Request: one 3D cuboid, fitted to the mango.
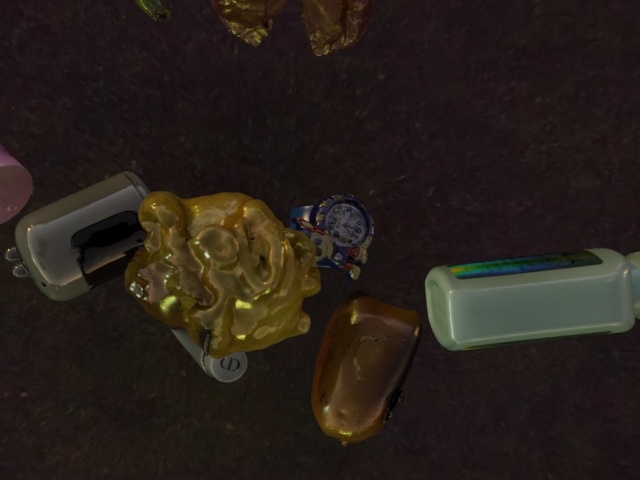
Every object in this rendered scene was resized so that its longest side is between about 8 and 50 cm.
[{"bbox_3d":[0.075,0.242,1.301,0.152,0.201,0.287,16,89,-21],"label":"mango"}]

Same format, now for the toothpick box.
[{"bbox_3d":[-0.514,-0.005,1.486,0.316,0.229,0.229,-27,92,-24],"label":"toothpick box"}]

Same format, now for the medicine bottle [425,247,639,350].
[{"bbox_3d":[0.223,0.053,0.662,0.228,0.121,0.083,-7,92,-1],"label":"medicine bottle"}]

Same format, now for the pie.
[{"bbox_3d":[-0.040,-0.318,0.880,0.218,0.204,0.054,4,61,11],"label":"pie"}]

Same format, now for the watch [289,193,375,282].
[{"bbox_3d":[0.008,-0.004,1.462,0.196,0.200,0.171,21,72,-15],"label":"watch"}]

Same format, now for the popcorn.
[{"bbox_3d":[-0.157,0.070,1.110,0.315,0.281,0.297,8,127,0],"label":"popcorn"}]

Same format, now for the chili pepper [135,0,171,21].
[{"bbox_3d":[-0.368,-0.524,1.387,0.051,0.050,0.202,-29,75,-1],"label":"chili pepper"}]

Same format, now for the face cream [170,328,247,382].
[{"bbox_3d":[-0.243,0.243,1.540,0.143,0.314,0.089,25,84,-21],"label":"face cream"}]

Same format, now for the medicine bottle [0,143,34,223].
[{"bbox_3d":[-0.811,-0.175,1.552,0.290,0.178,0.178,36,86,19],"label":"medicine bottle"}]
